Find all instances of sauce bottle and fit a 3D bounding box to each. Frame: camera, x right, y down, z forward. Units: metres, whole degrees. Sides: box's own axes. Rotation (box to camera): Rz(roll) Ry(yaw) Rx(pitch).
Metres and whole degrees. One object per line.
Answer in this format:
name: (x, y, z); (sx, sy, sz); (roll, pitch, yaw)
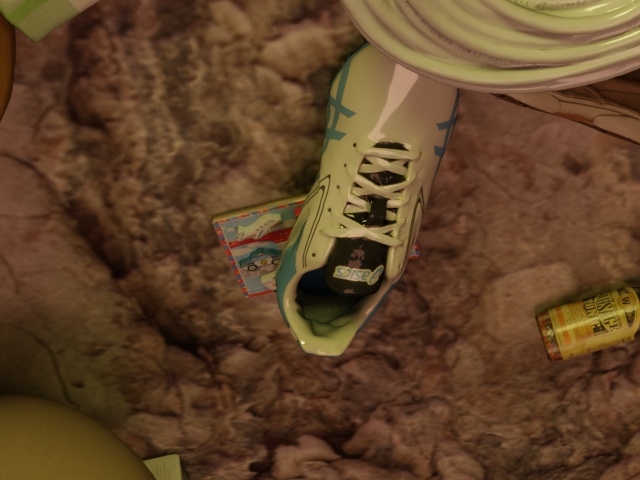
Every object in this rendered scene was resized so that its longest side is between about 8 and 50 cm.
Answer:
sauce bottle: (0.228, 0.056, 1.042); (0.128, 0.042, 0.042); (-19, 143, 7)

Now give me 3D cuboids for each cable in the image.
cable: (0.121, -0.180, 0.660); (0.257, 0.089, 0.257); (-27, 140, 22)

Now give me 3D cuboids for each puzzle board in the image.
puzzle board: (0.000, 0.000, 0.933); (0.128, 0.011, 0.096); (-13, 143, 4)

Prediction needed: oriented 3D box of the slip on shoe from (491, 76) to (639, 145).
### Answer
slip on shoe: (0.148, -0.093, 0.824); (0.135, 0.051, 0.041); (16, 97, -20)

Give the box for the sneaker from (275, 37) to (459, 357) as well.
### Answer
sneaker: (0.031, -0.023, 0.838); (0.085, 0.086, 0.237); (6, 132, -14)

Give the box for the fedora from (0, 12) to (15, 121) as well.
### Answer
fedora: (-0.236, -0.095, 0.660); (0.079, 0.194, 0.194); (13, 158, 35)

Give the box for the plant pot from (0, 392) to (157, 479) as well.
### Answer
plant pot: (-0.226, 0.219, 0.993); (0.284, 0.191, 0.284); (-4, 124, -5)

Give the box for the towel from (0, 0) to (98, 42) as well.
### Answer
towel: (-0.106, -0.164, 0.651); (0.152, 0.023, 0.113); (-33, 139, 9)

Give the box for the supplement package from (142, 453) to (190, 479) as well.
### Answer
supplement package: (-0.189, 0.263, 1.158); (0.179, 0.105, 0.105); (-12, 145, 2)
